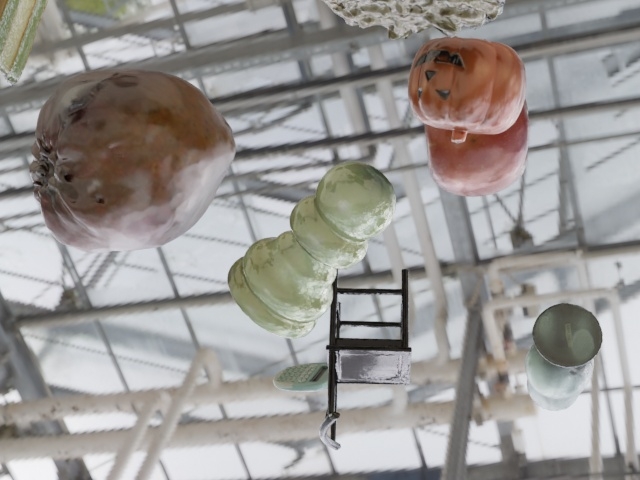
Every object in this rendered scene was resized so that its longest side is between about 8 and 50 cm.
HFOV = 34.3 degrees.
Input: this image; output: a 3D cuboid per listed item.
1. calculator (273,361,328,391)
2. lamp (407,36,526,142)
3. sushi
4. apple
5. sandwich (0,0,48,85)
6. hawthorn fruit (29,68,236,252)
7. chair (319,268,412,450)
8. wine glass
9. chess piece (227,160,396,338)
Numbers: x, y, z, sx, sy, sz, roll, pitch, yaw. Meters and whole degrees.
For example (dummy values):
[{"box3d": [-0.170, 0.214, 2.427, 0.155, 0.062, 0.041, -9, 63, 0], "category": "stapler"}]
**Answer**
[{"box3d": [-0.016, 0.254, 1.930, 0.152, 0.021, 0.095, -2, -160, 24], "category": "calculator"}, {"box3d": [0.229, -0.234, 1.628, 0.187, 0.164, 0.187, 10, -176, -1], "category": "lamp"}, {"box3d": [0.125, -0.384, 1.398, 0.350, 0.210, 0.171, 7, -104, 46], "category": "sushi"}, {"box3d": [0.324, -0.215, 2.160, 0.216, 0.261, 0.260, 0, -150, 8], "category": "apple"}, {"box3d": [-0.329, -0.272, 1.154, 0.113, 0.079, 0.163, -23, -115, -1], "category": "sandwich"}, {"box3d": [-0.291, -0.125, 1.622, 0.324, 0.308, 0.308, -3, -154, -12], "category": "hawthorn fruit"}, {"box3d": [0.073, 0.189, 1.649, 0.141, 0.155, 0.260, 0, -119, 4], "category": "chair"}, {"box3d": [0.323, 0.164, 1.396, 0.092, 0.202, 0.093, -3, -116, 7], "category": "wine glass"}, {"box3d": [0.000, 0.000, 1.380, 0.251, 0.144, 0.144, -50, -168, 31], "category": "chess piece"}]
